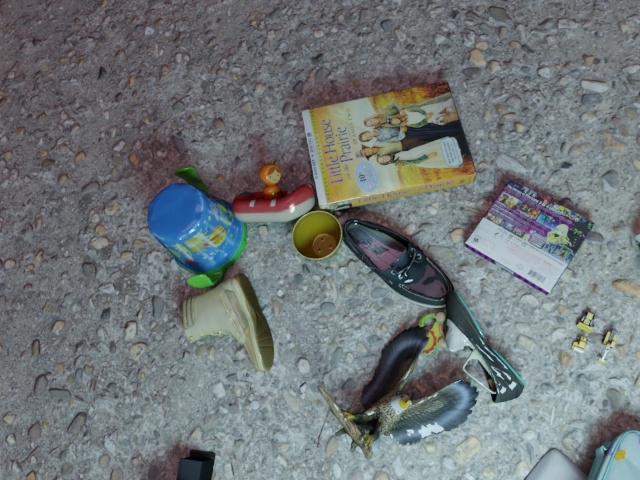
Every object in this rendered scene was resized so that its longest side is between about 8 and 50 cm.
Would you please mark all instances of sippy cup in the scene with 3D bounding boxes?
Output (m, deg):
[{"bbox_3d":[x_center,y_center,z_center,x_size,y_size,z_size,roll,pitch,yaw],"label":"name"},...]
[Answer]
[{"bbox_3d":[-0.346,-0.042,1.422,0.305,0.224,0.240,40,85,21],"label":"sippy cup"}]

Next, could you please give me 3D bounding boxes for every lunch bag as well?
[{"bbox_3d":[0.627,0.527,1.017,0.224,0.107,0.279,30,58,24],"label":"lunch bag"}]

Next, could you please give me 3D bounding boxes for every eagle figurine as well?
[{"bbox_3d":[0.181,0.368,1.198,0.298,0.225,0.226,-28,109,-27],"label":"eagle figurine"}]

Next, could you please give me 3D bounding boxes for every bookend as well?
[{"bbox_3d":[-0.326,0.590,1.240,0.073,0.157,0.156,3,73,14],"label":"bookend"}]

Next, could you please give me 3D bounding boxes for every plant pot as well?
[{"bbox_3d":[0.000,0.000,1.391,0.134,0.095,0.134,-4,71,12],"label":"plant pot"}]

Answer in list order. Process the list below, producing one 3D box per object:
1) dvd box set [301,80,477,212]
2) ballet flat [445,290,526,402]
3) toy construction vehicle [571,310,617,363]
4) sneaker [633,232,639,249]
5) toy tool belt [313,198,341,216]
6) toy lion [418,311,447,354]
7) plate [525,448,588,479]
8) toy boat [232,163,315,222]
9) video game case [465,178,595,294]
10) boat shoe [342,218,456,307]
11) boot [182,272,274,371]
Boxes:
[{"bbox_3d":[0.177,-0.260,1.426,0.421,0.062,0.307,-11,69,2],"label":"dvd box set"},{"bbox_3d":[0.354,0.251,1.205,0.096,0.095,0.280,-34,74,-3],"label":"ballet flat"},{"bbox_3d":[0.629,0.220,1.194,0.086,0.035,0.098,28,80,21],"label":"toy construction vehicle"},{"bbox_3d":[0.786,0.047,1.184,0.146,0.122,0.330,14,76,36],"label":"sneaker"},{"bbox_3d":[0.023,-0.099,1.443,0.083,0.052,0.051,15,84,17],"label":"toy tool belt"},{"bbox_3d":[0.266,0.231,1.285,0.096,0.034,0.100,-8,70,19],"label":"toy lion"},{"bbox_3d":[0.515,0.630,1.072,0.278,0.045,0.277,41,82,24],"label":"plate"},{"bbox_3d":[-0.129,-0.134,1.415,0.231,0.151,0.151,0,107,19],"label":"toy boat"},{"bbox_3d":[0.516,-0.013,1.296,0.232,0.042,0.210,33,82,21],"label":"video game case"},{"bbox_3d":[0.191,0.046,1.318,0.340,0.113,0.127,41,84,22],"label":"boat shoe"},{"bbox_3d":[-0.247,0.242,1.374,0.204,0.095,0.261,-24,82,15],"label":"boot"}]
